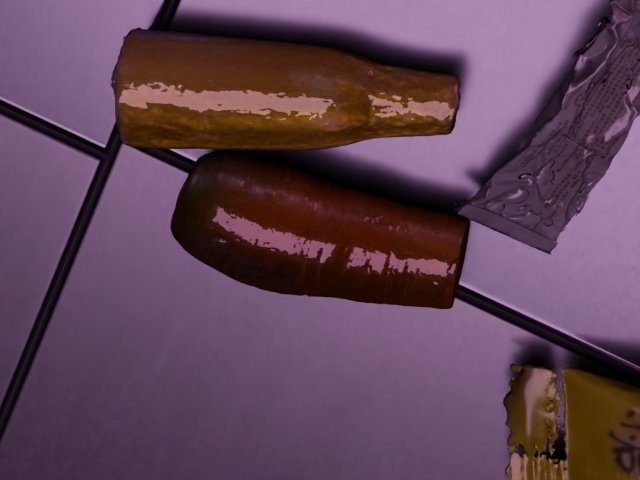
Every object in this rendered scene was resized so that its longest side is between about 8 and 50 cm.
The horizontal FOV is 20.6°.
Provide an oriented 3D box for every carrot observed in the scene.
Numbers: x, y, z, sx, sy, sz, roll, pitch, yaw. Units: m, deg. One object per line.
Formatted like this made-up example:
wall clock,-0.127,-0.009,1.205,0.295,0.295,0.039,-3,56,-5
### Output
carrot,0.000,0.000,1.149,0.193,0.087,0.087,18,110,-1

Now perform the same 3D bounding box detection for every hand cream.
hand cream,0.179,-0.105,1.099,0.084,0.050,0.257,17,110,-31

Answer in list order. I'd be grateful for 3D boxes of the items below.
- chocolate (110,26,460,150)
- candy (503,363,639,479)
chocolate,-0.020,-0.090,1.124,0.219,0.085,0.086,5,108,7
candy,0.271,0.171,1.159,0.297,0.081,0.187,-1,106,9
